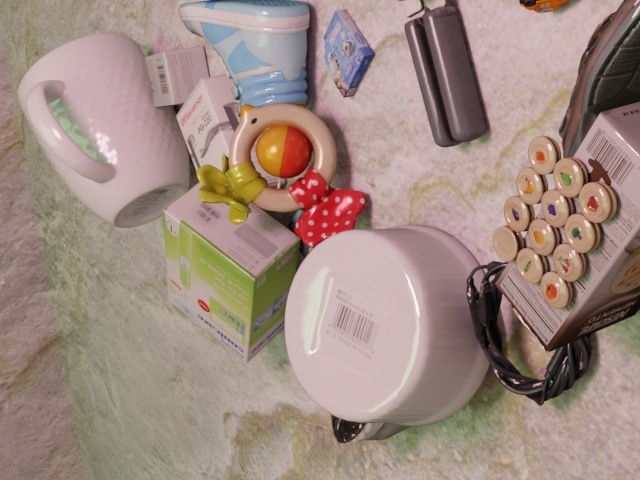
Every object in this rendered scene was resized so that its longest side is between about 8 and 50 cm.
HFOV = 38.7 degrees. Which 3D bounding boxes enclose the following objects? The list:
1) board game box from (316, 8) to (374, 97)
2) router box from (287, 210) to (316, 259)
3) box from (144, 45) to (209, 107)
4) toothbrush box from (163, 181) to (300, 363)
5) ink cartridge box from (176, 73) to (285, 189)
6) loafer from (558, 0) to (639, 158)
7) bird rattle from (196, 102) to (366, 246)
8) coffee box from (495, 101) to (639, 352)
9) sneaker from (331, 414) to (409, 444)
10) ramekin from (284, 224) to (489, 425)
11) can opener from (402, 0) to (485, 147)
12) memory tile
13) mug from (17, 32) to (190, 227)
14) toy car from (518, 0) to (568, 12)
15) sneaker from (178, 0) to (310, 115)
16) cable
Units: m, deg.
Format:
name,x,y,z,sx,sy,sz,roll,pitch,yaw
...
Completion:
name,x,y,z,sx,sy,sz,roll,pitch,yaw
board game box,0.034,-0.269,1.315,0.090,0.020,0.090,61,148,23
router box,0.000,0.000,1.484,0.122,0.038,0.092,64,149,17
box,-0.270,-0.311,1.736,0.102,0.087,0.101,9,111,59
toothbrush box,-0.159,0.054,1.597,0.206,0.122,0.283,37,149,17
ink cartridge box,-0.163,-0.167,1.625,0.158,0.092,0.218,-36,71,58
loafer,0.277,-0.159,0.870,0.267,0.096,0.084,95,160,-53
bird rattle,-0.054,-0.101,1.367,0.253,0.143,0.207,10,97,12
coffee box,0.291,-0.015,0.889,0.098,0.141,0.246,56,147,29
sneaker,0.126,0.216,1.337,0.271,0.108,0.100,-44,46,40
ramekin,0.079,0.112,1.212,0.277,0.135,0.277,-4,84,43
can opener,0.118,-0.250,1.108,0.076,0.095,0.283,-11,94,61
memory tile,0.216,-0.016,0.861,0.113,0.012,0.148,53,145,37
mug,-0.433,-0.206,1.802,0.276,0.374,0.328,-34,76,16
toy car,0.231,-0.290,0.978,0.040,0.060,0.122,41,-150,-55
sneaker,-0.130,-0.286,1.479,0.319,0.127,0.208,25,123,54
cable,0.254,0.110,1.088,0.150,0.047,0.184,-5,104,38
